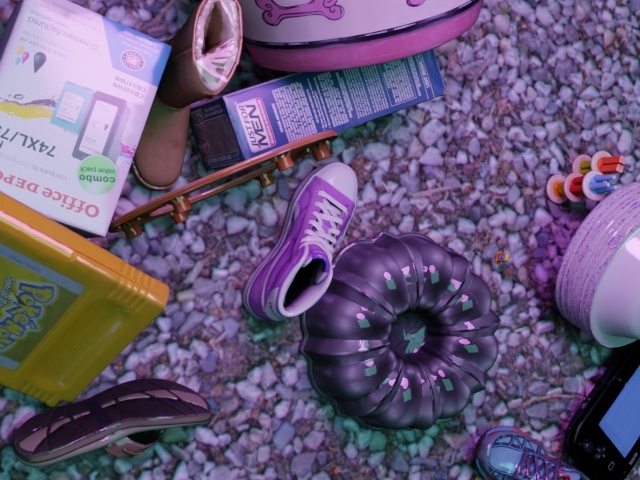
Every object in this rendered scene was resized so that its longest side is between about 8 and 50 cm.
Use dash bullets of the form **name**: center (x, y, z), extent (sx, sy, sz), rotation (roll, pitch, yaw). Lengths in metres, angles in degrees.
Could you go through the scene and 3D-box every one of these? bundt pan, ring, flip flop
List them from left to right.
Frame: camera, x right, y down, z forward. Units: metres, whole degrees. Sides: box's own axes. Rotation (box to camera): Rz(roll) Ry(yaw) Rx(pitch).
- **flip flop**: center (-0.289, 0.269, 1.438), extent (0.277, 0.112, 0.080), rotation (-15, 121, -27)
- **ring**: center (-0.127, -0.071, 1.384), extent (0.337, 0.337, 0.032), rotation (-24, 92, -23)
- **bundt pan**: center (0.141, 0.148, 1.599), extent (0.331, 0.124, 0.330), rotation (0, 91, -19)

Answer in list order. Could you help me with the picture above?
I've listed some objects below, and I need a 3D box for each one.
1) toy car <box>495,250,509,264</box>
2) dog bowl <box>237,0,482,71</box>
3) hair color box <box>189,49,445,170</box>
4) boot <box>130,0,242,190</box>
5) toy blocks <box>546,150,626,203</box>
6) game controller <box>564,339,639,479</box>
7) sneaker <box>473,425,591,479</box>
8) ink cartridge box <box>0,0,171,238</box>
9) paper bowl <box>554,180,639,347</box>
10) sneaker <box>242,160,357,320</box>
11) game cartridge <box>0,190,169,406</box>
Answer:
- **toy car**: center (0.276, 0.062, 1.730), extent (0.060, 0.040, 0.122), rotation (30, 77, -21)
- **dog bowl**: center (0.050, -0.363, 1.461), extent (0.408, 0.408, 0.150), rotation (-23, 116, -24)
- **hair color box**: center (-0.006, -0.208, 1.534), extent (0.347, 0.174, 0.105), rotation (-21, 99, -23)
- **boot**: center (-0.190, -0.194, 1.395), extent (0.089, 0.269, 0.236), rotation (2, 88, -25)
- **toy blocks**: center (0.480, -0.112, 1.770), extent (0.123, 0.148, 0.054), rotation (-36, 104, -21)
- **game controller**: center (0.562, 0.292, 1.842), extent (0.166, 0.067, 0.319), rotation (46, 72, -17)
- **sneaker**: center (0.380, 0.391, 1.722), extent (0.262, 0.125, 0.104), rotation (28, 77, -22)
- **ink cartridge box**: center (-0.352, -0.156, 1.359), extent (0.198, 0.197, 0.270), rotation (20, 81, -22)
- **paper bowl**: center (0.546, 0.053, 1.730), extent (0.284, 0.148, 0.284), rotation (-21, 130, -27)
- **sneaker**: center (0.001, 0.001, 1.541), extent (0.102, 0.161, 0.282), rotation (32, 75, -19)
- **game cartridge**: center (-0.402, 0.074, 1.305), extent (0.324, 0.285, 0.052), rotation (32, 36, -20)
